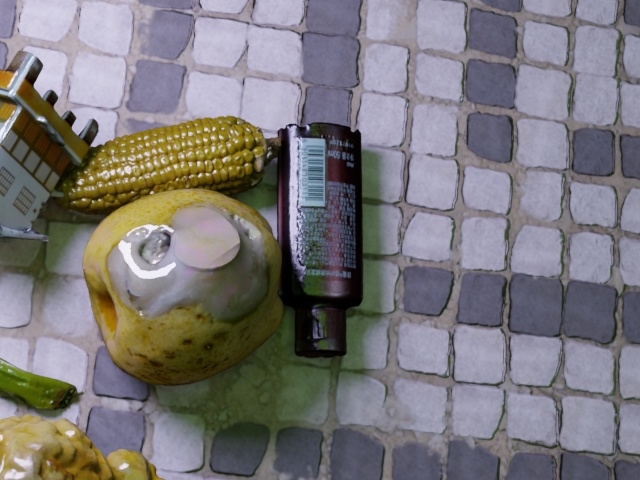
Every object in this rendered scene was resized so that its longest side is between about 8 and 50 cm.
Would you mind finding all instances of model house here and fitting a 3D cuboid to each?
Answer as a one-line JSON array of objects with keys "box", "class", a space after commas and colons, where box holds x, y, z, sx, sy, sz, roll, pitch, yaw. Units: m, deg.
[{"box": [-0.435, -0.121, 1.766, 0.224, 0.198, 0.215, 18, 72, 29], "class": "model house"}]

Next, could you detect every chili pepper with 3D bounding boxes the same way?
[{"box": [-0.418, 0.170, 1.806, 0.201, 0.050, 0.052, 32, 108, -4], "class": "chili pepper"}]

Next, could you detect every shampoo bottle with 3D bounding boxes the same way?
[{"box": [0.000, 0.000, 1.917, 0.129, 0.084, 0.323, 3, 76, -20], "class": "shampoo bottle"}]

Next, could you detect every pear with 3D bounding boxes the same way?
[{"box": [-0.175, 0.057, 1.792, 0.271, 0.271, 0.271, 3, 75, -11], "class": "pear"}]

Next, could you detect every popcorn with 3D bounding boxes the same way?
[{"box": [-0.323, 0.349, 1.693, 0.332, 0.225, 0.265, 7, 69, -22], "class": "popcorn"}]

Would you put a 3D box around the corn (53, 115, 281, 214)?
[{"box": [-0.210, -0.101, 1.882, 0.321, 0.119, 0.119, -11, 78, -14], "class": "corn"}]
